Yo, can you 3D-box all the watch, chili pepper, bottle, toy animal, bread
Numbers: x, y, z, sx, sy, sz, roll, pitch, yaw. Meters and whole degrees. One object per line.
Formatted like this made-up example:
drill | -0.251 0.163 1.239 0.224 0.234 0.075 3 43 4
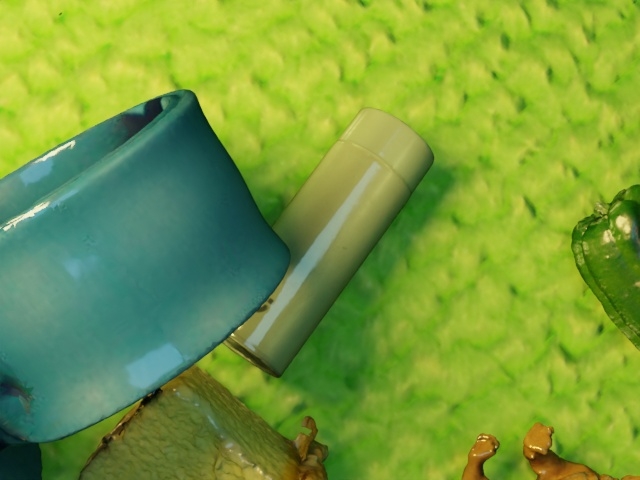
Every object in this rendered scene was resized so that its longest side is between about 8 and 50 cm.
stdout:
watch | -0.164 0.026 0.797 0.274 0.305 0.241 -30 107 -3
chili pepper | 0.295 0.065 0.997 0.253 0.083 0.099 43 69 -6
bottle | 0.000 0.000 0.957 0.072 0.072 0.201 37 79 -3
toy animal | 0.131 0.224 0.951 0.255 0.114 0.116 -24 130 -7
bread | -0.083 0.169 0.912 0.147 0.127 0.152 39 95 -3
